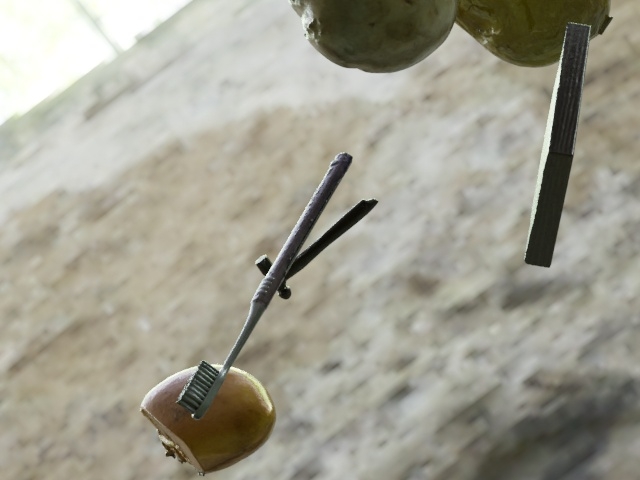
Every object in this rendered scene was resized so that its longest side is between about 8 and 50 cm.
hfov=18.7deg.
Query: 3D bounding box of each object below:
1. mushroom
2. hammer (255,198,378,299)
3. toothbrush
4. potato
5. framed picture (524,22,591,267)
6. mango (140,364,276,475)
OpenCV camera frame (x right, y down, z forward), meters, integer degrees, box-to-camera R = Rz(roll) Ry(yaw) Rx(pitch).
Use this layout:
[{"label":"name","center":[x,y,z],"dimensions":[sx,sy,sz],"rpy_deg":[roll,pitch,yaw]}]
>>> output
[{"label":"mushroom","center":[0.044,-0.229,1.756],"dimensions":[0.127,0.166,0.166],"rpy_deg":[-37,-166,52]},{"label":"hammer","center":[0.000,0.000,2.478],"dimensions":[0.178,0.065,0.021],"rpy_deg":[-39,-165,3]},{"label":"toothbrush","center":[-0.051,0.036,1.930],"dimensions":[0.024,0.029,0.354],"rpy_deg":[-35,-160,54]},{"label":"potato","center":[0.168,-0.312,1.935],"dimensions":[0.173,0.300,0.140],"rpy_deg":[-32,-174,-1]},{"label":"framed picture","center":[0.198,-0.080,1.614],"dimensions":[0.023,0.128,0.168],"rpy_deg":[10,-135,5]},{"label":"mango","center":[-0.156,0.254,2.791],"dimensions":[0.252,0.126,0.154],"rpy_deg":[-3,-139,49]}]
